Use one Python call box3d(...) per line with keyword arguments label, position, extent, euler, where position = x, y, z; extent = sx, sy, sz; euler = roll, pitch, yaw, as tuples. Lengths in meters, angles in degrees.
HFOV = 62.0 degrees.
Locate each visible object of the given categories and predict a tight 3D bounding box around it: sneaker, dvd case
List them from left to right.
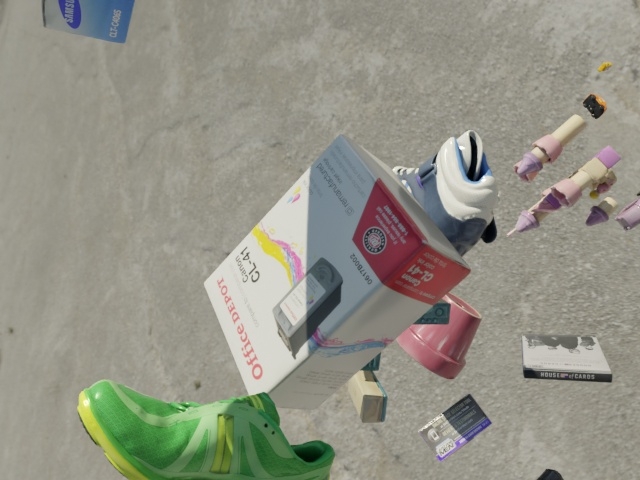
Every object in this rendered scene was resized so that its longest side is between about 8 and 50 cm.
box3d(label="sneaker", position=(-0.109, 0.205, 0.561), extent=(0.124, 0.295, 0.109), euler=(-61, 26, -10))
box3d(label="sneaker", position=(0.209, -0.109, 0.964), extent=(0.236, 0.130, 0.323), euler=(-63, 28, 30))
box3d(label="dvd case", position=(0.575, 0.275, 1.269), extent=(0.179, 0.238, 0.030), euler=(-2, 99, 20))

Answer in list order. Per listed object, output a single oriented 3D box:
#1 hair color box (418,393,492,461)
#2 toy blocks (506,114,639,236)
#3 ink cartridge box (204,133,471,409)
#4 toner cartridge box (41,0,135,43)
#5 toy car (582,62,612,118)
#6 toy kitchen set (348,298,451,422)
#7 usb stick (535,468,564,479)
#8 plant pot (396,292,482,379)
box3d(label="hair color box", position=(0.412, 0.576, 1.629), extent=(0.185, 0.339, 0.110), euler=(-36, 64, -1))
box3d(label="toy blocks", position=(0.610, -0.096, 1.346), extent=(0.260, 0.288, 0.309), euler=(-41, 80, 2))
box3d(label="ink cartridge box", position=(0.008, 0.049, 0.721), extent=(0.306, 0.131, 0.226), euler=(-45, 51, 16))
box3d(label="toner cartridge box", position=(-0.195, -0.376, 0.469), extent=(0.165, 0.075, 0.348), euler=(-33, 58, 59))
box3d(label="toy car", position=(0.655, -0.344, 1.225), extent=(0.060, 0.040, 0.122), euler=(53, 149, 36))
box3d(label="toy kitchen set", position=(0.151, 0.212, 0.985), extent=(0.122, 0.165, 0.207), euler=(-124, 37, -73))
box3d(label="usb stick", position=(0.417, 0.587, 1.105), extent=(0.077, 0.278, 0.045), euler=(61, 156, -7))
box3d(label="plant pot", position=(0.336, 0.245, 1.451), extent=(0.201, 0.201, 0.180), euler=(43, 105, 42))
